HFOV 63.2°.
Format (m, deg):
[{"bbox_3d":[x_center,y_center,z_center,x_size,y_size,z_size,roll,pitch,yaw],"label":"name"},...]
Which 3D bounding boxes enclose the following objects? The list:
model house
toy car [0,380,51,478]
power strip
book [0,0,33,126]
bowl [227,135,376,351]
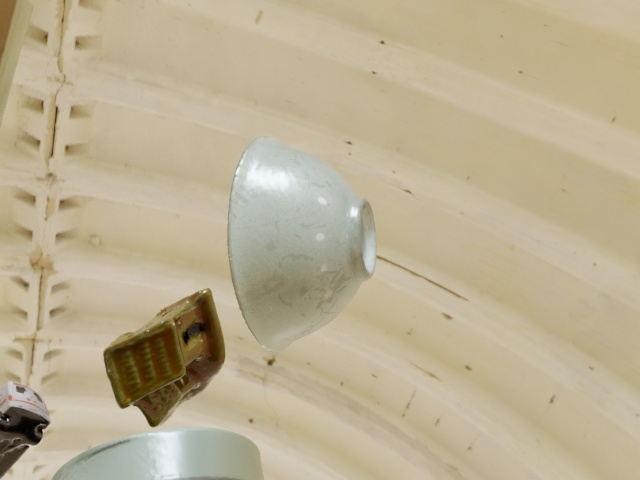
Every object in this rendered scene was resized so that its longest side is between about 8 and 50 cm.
[{"bbox_3d":[-0.323,0.262,1.068,0.173,0.239,0.268,-4,-74,25],"label":"model house"},{"bbox_3d":[-0.559,0.343,0.872,0.210,0.108,0.089,-50,-47,-8],"label":"toy car"},{"bbox_3d":[-0.258,0.443,0.812,0.357,0.161,0.357,-10,-42,-9],"label":"power strip"},{"bbox_3d":[-0.296,-0.021,0.272,0.208,0.020,0.295,18,-85,-9],"label":"book"},{"bbox_3d":[0.000,0.000,0.750,0.146,0.313,0.313,-4,-52,16],"label":"bowl"}]
